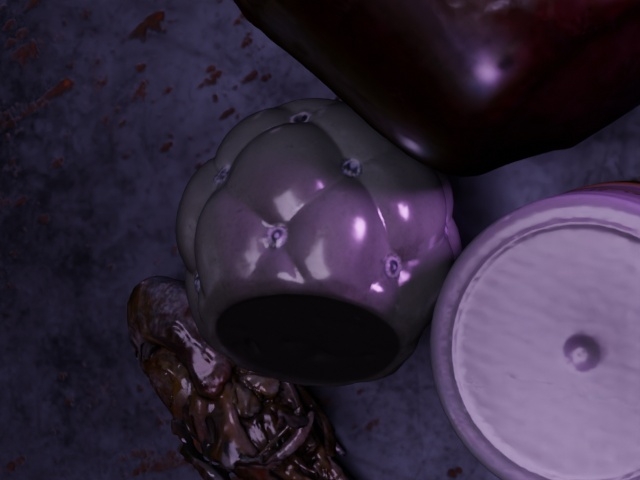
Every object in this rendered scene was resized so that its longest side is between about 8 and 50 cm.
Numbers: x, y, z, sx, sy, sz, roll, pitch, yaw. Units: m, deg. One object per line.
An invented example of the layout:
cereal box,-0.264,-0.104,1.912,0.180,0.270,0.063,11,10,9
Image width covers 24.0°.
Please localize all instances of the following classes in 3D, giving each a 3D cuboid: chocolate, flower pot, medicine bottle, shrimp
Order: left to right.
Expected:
shrimp,-0.050,0.162,1.364,0.343,0.116,0.145,46,131,9
flower pot,0.000,0.000,1.267,0.246,0.246,0.195,-6,57,21
chocolate,0.112,-0.215,1.160,0.384,0.384,0.331,-31,90,20
medicine bottle,0.226,0.073,1.191,0.238,0.232,0.237,1,94,20
